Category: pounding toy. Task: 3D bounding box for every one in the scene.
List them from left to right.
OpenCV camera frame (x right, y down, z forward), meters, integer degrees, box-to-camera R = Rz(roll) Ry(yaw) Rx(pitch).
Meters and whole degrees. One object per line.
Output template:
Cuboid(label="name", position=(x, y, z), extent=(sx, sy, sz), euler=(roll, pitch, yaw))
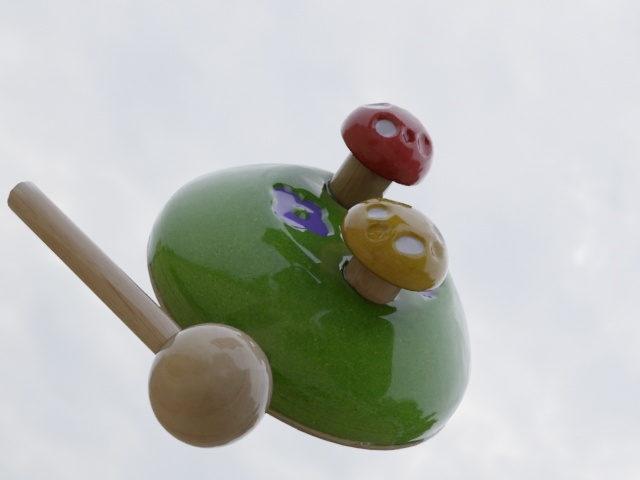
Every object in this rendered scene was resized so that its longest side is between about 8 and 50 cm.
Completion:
Cuboid(label="pounding toy", position=(0.000, 0.000, 0.627), extent=(0.183, 0.237, 0.110), euler=(52, -57, 29))
